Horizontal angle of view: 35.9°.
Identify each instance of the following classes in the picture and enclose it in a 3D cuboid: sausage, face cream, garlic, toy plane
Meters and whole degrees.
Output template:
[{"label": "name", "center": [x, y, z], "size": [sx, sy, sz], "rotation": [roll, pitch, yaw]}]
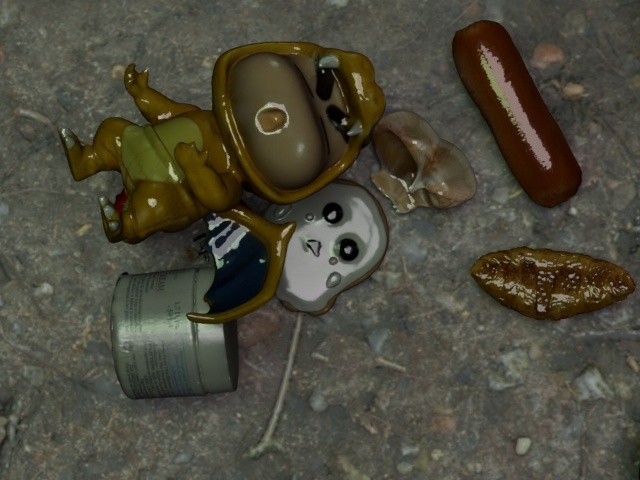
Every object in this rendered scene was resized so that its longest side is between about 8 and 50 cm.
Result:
[{"label": "sausage", "center": [0.285, -0.187, 1.443], "size": [0.089, 0.083, 0.300], "rotation": [-28, 86, -15]}, {"label": "face cream", "center": [-0.197, 0.127, 1.361], "size": [0.153, 0.177, 0.177], "rotation": [-4, 84, 0]}, {"label": "garlic", "center": [0.144, -0.113, 1.432], "size": [0.124, 0.099, 0.174], "rotation": [-36, 85, -18]}, {"label": "toy plane", "center": [-0.143, -0.001, 1.446], "size": [0.121, 0.031, 0.049], "rotation": [-28, 54, -1]}]

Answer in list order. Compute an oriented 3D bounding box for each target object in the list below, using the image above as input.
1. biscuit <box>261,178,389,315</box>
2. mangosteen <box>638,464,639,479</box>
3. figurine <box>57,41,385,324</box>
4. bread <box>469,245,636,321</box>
[{"label": "biscuit", "center": [0.000, 0.000, 1.441], "size": [0.208, 0.049, 0.181], "rotation": [-36, 86, -2]}, {"label": "mangosteen", "center": [0.560, 0.312, 1.347], "size": [0.257, 0.215, 0.215], "rotation": [-35, 84, -39]}, {"label": "figurine", "center": [-0.132, -0.128, 1.315], "size": [0.387, 0.401, 0.268], "rotation": [-25, 128, -15]}, {"label": "bread", "center": [0.331, 0.066, 1.420], "size": [0.233, 0.076, 0.105], "rotation": [4, 72, 7]}]
